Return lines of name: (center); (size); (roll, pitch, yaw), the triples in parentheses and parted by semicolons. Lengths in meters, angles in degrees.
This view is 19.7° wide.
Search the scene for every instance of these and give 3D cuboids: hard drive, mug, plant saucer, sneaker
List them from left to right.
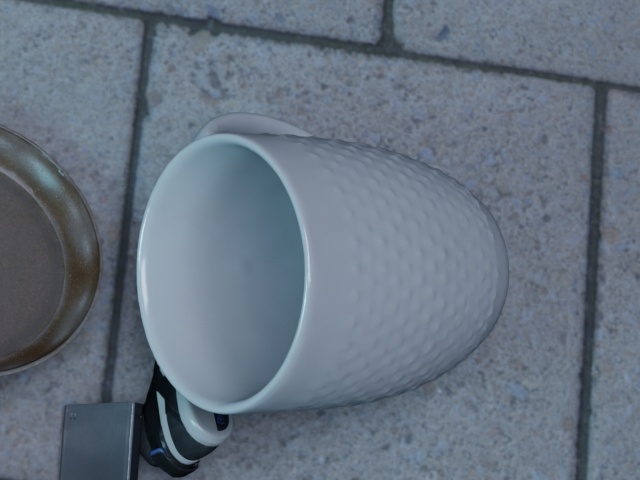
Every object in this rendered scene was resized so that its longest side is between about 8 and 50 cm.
plant saucer: (-0.378, 0.009, 1.892); (0.311, 0.050, 0.310); (14, 55, -22)
hard drive: (-0.229, 0.236, 1.903); (0.022, 0.094, 0.135); (20, 68, -54)
sneaker: (-0.162, 0.149, 1.940); (0.079, 0.121, 0.217); (24, 39, -32)
mug: (0.000, 0.000, 1.910); (0.328, 0.276, 0.374); (1, 42, -41)
